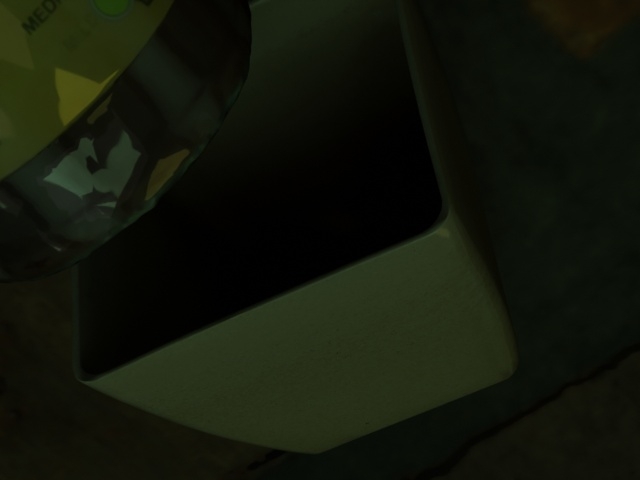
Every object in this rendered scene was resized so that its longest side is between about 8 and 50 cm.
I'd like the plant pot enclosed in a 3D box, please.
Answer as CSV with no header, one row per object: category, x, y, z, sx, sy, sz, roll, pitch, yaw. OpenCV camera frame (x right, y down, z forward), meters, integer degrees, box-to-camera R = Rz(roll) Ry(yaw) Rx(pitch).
plant pot,0.000,0.000,0.451,0.109,0.109,0.096,-24,139,17

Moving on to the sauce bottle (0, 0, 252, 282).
sauce bottle,-0.152,-0.132,0.329,0.111,0.111,0.344,-28,126,21
